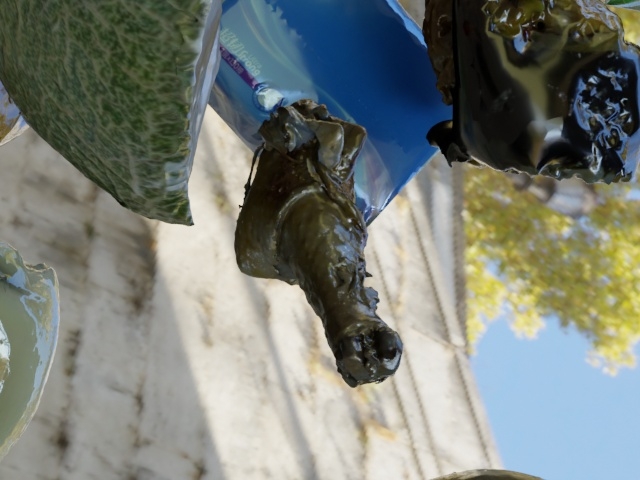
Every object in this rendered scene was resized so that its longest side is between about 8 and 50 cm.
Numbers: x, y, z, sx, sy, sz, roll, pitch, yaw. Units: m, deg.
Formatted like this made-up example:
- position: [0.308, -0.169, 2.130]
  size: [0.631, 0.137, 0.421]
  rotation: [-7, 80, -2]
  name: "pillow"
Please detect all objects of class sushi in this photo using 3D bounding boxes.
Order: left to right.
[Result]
- position: [0.180, -0.161, 1.112]
  size: [0.200, 0.213, 0.204]
  rotation: [25, -68, 57]
  name: "sushi"

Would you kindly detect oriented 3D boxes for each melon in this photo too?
- position: [-0.072, -0.070, 0.517]
  size: [0.093, 0.139, 0.202]
  rotation: [-27, -158, -24]
  name: "melon"

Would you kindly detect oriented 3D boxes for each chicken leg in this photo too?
- position: [-0.003, 0.002, 0.811]
  size: [0.125, 0.080, 0.196]
  rotation: [146, -61, -61]
  name: "chicken leg"

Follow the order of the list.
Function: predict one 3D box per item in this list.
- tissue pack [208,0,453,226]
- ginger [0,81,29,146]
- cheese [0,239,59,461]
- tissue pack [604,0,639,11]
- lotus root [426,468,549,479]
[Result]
- position: [0.001, -0.167, 1.276]
  size: [0.198, 0.263, 0.146]
  rotation: [-46, -165, -9]
  name: "tissue pack"
- position: [-0.329, -0.159, 0.817]
  size: [0.254, 0.418, 0.176]
  rotation: [-16, -112, 42]
  name: "ginger"
- position: [-0.316, 0.071, 0.872]
  size: [0.233, 0.266, 0.127]
  rotation: [-55, -148, -1]
  name: "cheese"
- position: [0.446, -0.325, 1.455]
  size: [0.209, 0.156, 0.148]
  rotation: [12, -95, 4]
  name: "tissue pack"
- position: [0.112, 0.244, 0.859]
  size: [0.309, 0.173, 0.173]
  rotation: [-38, -138, 52]
  name: "lotus root"
